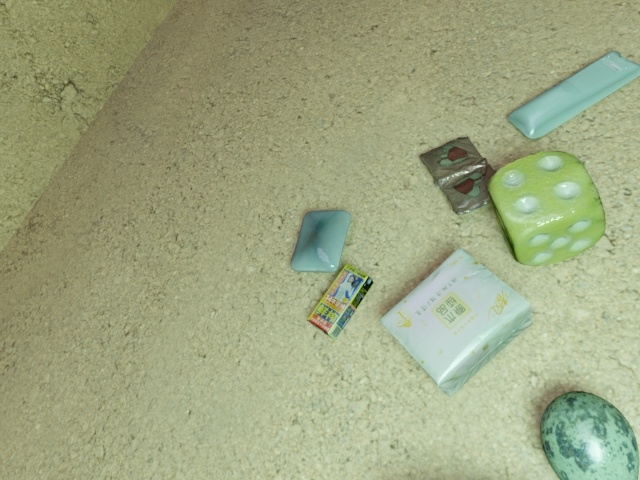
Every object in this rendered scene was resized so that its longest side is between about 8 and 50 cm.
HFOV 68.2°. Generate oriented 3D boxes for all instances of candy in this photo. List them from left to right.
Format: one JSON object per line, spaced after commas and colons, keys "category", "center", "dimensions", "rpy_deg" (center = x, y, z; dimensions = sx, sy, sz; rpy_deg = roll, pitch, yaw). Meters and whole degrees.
{"category": "candy", "center": [0.000, 0.000, 1.212], "dimensions": [0.138, 0.071, 0.174], "rpy_deg": [0, 61, 28]}

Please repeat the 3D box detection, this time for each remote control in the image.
{"category": "remote control", "center": [0.601, -0.352, 1.129], "dimensions": [0.293, 0.051, 0.103], "rpy_deg": [-31, 50, 6]}

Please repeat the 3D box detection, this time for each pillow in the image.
{"category": "pillow", "center": [0.343, -0.159, 1.146], "dimensions": [0.135, 0.049, 0.248], "rpy_deg": [-28, 47, 9]}

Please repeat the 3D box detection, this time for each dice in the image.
{"category": "dice", "center": [0.445, -0.061, 0.945], "dimensions": [0.169, 0.169, 0.166], "rpy_deg": [-21, 53, 16]}

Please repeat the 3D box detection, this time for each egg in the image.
{"category": "egg", "center": [0.418, 0.323, 0.734], "dimensions": [0.132, 0.132, 0.172], "rpy_deg": [-17, 65, 19]}

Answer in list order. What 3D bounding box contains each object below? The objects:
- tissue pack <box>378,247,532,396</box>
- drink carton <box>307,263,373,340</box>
{"category": "tissue pack", "center": [0.264, 0.156, 0.932], "dimensions": [0.225, 0.124, 0.185], "rpy_deg": [-42, 51, -1]}
{"category": "drink carton", "center": [0.048, 0.143, 1.105], "dimensions": [0.071, 0.056, 0.165], "rpy_deg": [30, 77, 30]}
